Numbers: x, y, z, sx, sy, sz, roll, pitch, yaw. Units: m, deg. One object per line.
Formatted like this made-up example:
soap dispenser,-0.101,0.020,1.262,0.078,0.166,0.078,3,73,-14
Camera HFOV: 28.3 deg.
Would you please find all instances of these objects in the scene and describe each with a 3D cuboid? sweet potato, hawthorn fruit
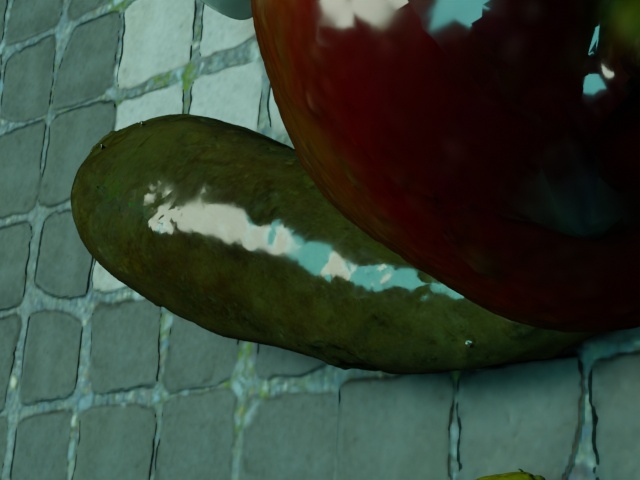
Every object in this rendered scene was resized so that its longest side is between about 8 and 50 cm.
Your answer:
sweet potato,-0.001,0.005,0.738,0.422,0.130,0.131,13,84,37
hawthorn fruit,0.111,-0.088,0.483,0.285,0.284,0.369,-56,5,12

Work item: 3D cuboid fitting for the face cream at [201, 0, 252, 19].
face cream,-0.008,-0.271,0.853,0.252,0.101,0.101,-46,49,20

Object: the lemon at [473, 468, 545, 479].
lemon,0.085,0.156,0.638,0.092,0.065,0.065,-56,47,12
